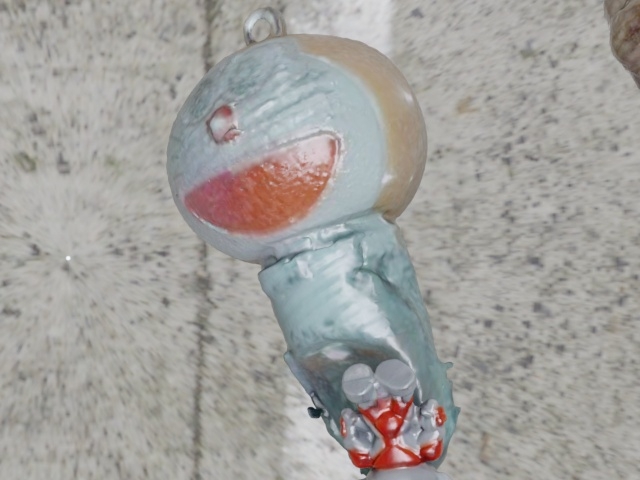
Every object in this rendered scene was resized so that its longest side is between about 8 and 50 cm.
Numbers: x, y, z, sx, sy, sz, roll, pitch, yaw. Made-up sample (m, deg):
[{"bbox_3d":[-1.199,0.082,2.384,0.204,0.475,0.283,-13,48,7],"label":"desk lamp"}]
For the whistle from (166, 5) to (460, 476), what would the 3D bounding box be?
[{"bbox_3d":[0.000,0.000,1.012,0.189,0.189,0.347,-16,81,-9],"label":"whistle"}]

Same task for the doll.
[{"bbox_3d":[0.052,0.164,0.951,0.094,0.079,0.180,-8,100,10],"label":"doll"}]

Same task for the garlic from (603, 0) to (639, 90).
[{"bbox_3d":[0.309,-0.177,1.263,0.159,0.102,0.147,-4,70,-25],"label":"garlic"}]
